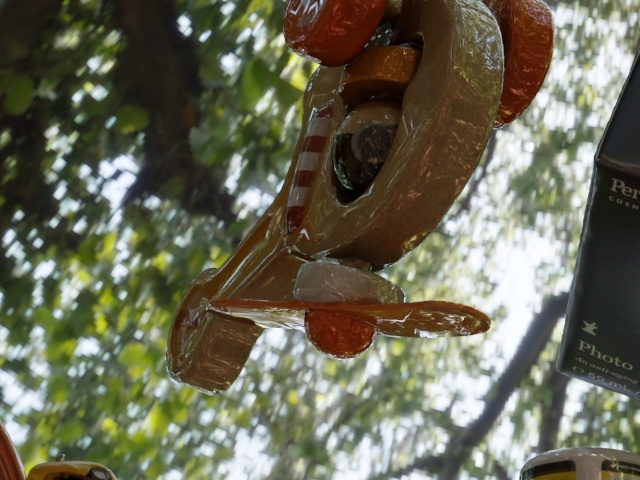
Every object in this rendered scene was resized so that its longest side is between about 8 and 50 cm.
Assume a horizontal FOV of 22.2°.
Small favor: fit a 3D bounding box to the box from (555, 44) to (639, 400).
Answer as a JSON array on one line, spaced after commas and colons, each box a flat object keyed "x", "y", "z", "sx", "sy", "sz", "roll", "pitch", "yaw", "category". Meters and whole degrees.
[{"x": 0.352, "y": 0.009, "z": 1.238, "sx": 0.296, "sy": 0.182, "sz": 0.294, "roll": 18, "pitch": -33, "yaw": 14, "category": "box"}]

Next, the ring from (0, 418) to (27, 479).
[{"x": -0.339, "y": 0.205, "z": 1.008, "sx": 0.337, "sy": 0.032, "sz": 0.336, "roll": -2, "pitch": -105, "yaw": 7, "category": "ring"}]

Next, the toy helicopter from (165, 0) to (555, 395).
[{"x": 0.000, "y": 0.000, "z": 0.976, "sx": 0.140, "sy": 0.235, "sz": 0.355, "roll": 19, "pitch": -42, "yaw": -24, "category": "toy helicopter"}]

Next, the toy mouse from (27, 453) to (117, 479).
[{"x": -0.186, "y": 0.198, "z": 1.077, "sx": 0.161, "sy": 0.031, "sz": 0.143, "roll": 20, "pitch": -68, "yaw": -9, "category": "toy mouse"}]

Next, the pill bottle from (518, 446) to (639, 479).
[{"x": 0.191, "y": 0.245, "z": 1.149, "sx": 0.103, "sy": 0.184, "sz": 0.103, "roll": 3, "pitch": -25, "yaw": 1, "category": "pill bottle"}]
